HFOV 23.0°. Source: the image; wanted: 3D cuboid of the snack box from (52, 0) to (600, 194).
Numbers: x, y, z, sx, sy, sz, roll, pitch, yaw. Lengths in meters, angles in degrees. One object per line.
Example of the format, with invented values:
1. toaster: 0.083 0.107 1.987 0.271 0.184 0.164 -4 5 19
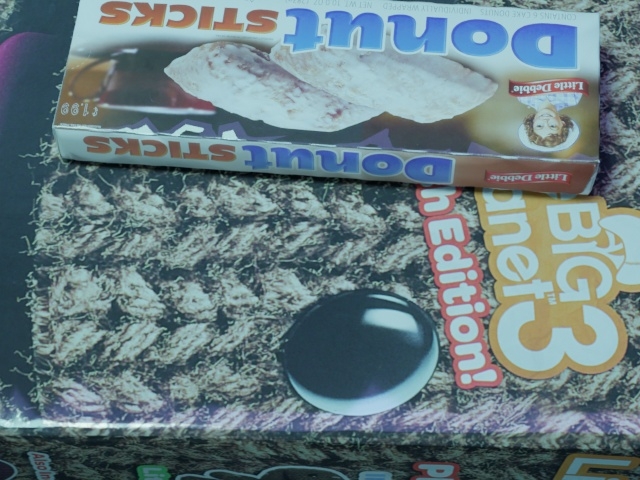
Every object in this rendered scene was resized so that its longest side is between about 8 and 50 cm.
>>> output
1. snack box: 0.004 -0.052 0.531 0.178 0.022 0.064 4 58 3

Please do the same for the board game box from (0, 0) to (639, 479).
1. board game box: 0.000 0.000 0.597 0.291 0.141 0.232 0 59 1
